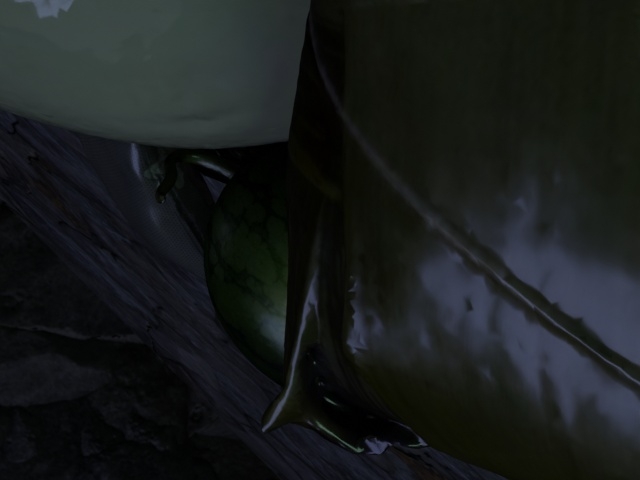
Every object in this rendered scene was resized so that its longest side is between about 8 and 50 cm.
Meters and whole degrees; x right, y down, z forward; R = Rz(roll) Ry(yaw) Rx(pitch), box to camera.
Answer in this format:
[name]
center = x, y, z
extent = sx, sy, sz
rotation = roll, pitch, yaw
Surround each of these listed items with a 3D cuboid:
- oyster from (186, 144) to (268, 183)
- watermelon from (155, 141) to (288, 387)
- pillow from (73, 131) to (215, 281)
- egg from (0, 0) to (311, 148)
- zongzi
[oyster]
center = -0.040, -0.047, 1.047
extent = 0.166, 0.053, 0.108
rotation = 41, -168, -25
[watermelon]
center = 0.000, 0.000, 0.880
extent = 0.187, 0.141, 0.140
rotation = 41, 168, 22
[pillow]
center = -0.129, -0.081, 1.046
extent = 0.255, 0.059, 0.169
rotation = 54, 170, 46
[egg]
center = -0.093, -0.124, 0.595
extent = 0.286, 0.174, 0.264
rotation = 42, 163, 36
[zongzi]
center = 0.115, -0.059, 0.376
extent = 0.289, 0.154, 0.317
rotation = 18, 132, 29
